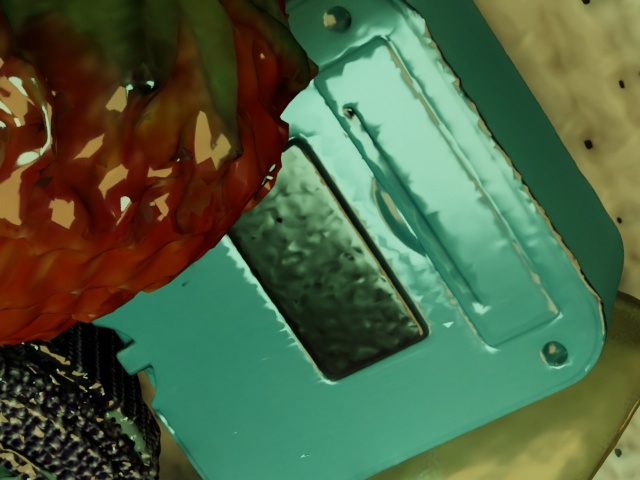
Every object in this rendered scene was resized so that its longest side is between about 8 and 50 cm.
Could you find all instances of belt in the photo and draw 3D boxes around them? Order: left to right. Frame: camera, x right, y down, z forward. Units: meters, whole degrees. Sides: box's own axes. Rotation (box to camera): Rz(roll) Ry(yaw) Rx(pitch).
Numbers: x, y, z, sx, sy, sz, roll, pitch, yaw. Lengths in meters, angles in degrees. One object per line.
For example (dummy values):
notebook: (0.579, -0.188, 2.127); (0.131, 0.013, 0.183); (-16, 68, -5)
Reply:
belt: (-0.246, 0.154, 0.910); (0.325, 0.122, 0.260); (-17, 122, 1)

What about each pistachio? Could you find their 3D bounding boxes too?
pistachio: (0.093, 0.107, 0.933); (0.238, 0.138, 0.153); (-26, 89, 8)

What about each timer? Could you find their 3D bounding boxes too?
timer: (0.000, 0.000, 0.836); (0.250, 0.091, 0.232); (-28, 103, 23)

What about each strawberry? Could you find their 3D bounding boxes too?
strawberry: (-0.189, -0.097, 0.680); (0.351, 0.267, 0.312); (-22, 104, 42)
